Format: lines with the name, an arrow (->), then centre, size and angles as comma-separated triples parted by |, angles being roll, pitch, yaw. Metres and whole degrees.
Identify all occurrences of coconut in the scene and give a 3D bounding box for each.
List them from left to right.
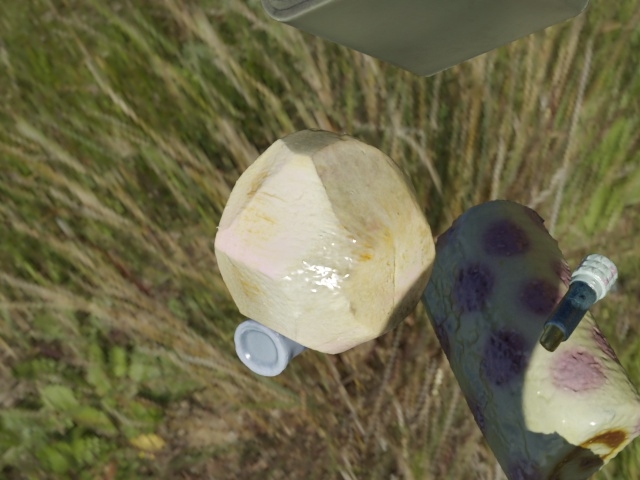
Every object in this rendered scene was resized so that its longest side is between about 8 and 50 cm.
coconut -> 0.000, 0.000, 1.384 | 0.236, 0.197, 0.237 | -14, 64, 31

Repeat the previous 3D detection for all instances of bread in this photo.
bread -> 0.241, 0.127, 1.558 | 0.187, 0.155, 0.338 | -51, 46, 32

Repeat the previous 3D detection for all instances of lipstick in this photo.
lipstick -> 0.224, 0.060, 1.157 | 0.037, 0.037, 0.116 | 14, 47, 35

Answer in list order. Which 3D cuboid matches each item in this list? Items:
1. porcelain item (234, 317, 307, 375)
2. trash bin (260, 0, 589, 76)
porcelain item -> -0.020, 0.094, 1.877 | 0.141, 0.141, 0.259 | 6, 31, 30
trash bin -> 0.073, -0.210, 0.931 | 0.164, 0.240, 0.122 | -19, 81, 27
